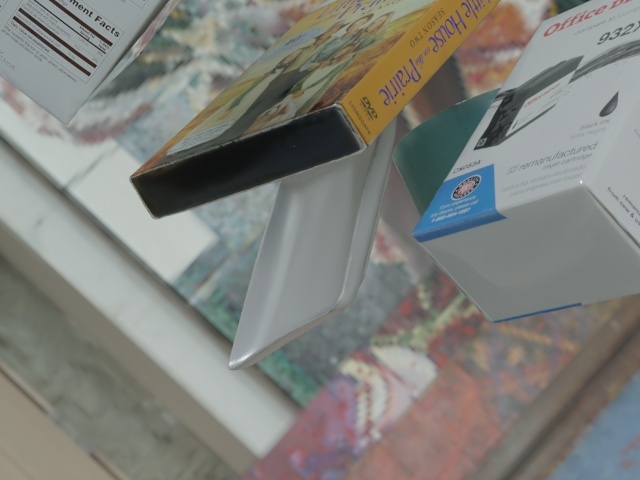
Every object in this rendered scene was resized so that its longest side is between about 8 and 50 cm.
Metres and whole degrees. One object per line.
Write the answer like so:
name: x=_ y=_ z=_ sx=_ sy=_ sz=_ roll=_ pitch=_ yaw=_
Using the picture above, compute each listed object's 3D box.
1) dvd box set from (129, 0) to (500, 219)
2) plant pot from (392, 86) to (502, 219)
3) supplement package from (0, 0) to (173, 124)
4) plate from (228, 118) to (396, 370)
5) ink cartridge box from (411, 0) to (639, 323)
dvd box set: x=0.017 y=-0.185 z=1.814 sx=0.307 sy=0.062 sz=0.420 roll=-15 pitch=23 yaw=40
plant pot: x=0.271 y=-0.053 z=2.272 sx=0.293 sy=0.235 sz=0.293 roll=-16 pitch=-15 yaw=-4
supplement package: x=-0.143 y=-0.220 z=1.104 sx=0.203 sy=0.149 sz=0.194 roll=-50 pitch=6 yaw=22
plate: x=0.000 y=0.000 z=1.902 sx=0.277 sy=0.045 sz=0.278 roll=-34 pitch=36 yaw=55
ink cartridge box: x=0.253 y=-0.091 z=1.505 sx=0.223 sy=0.129 sz=0.307 roll=-18 pitch=32 yaw=51
